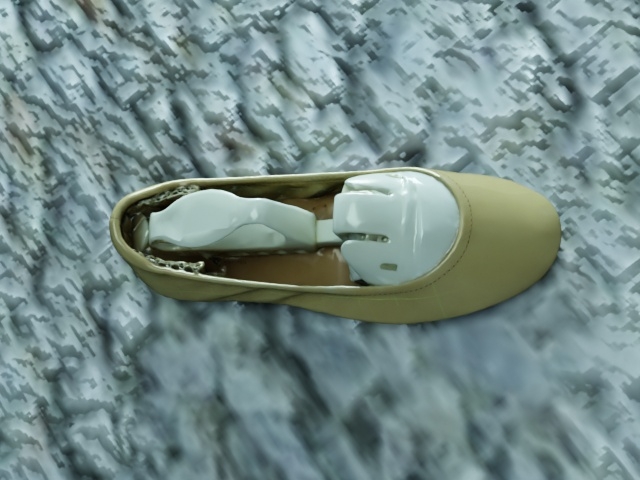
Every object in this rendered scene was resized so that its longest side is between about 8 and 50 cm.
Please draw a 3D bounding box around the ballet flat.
[{"bbox_3d":[0.000,0.000,0.702,0.232,0.073,0.080,-4,72,21],"label":"ballet flat"}]
